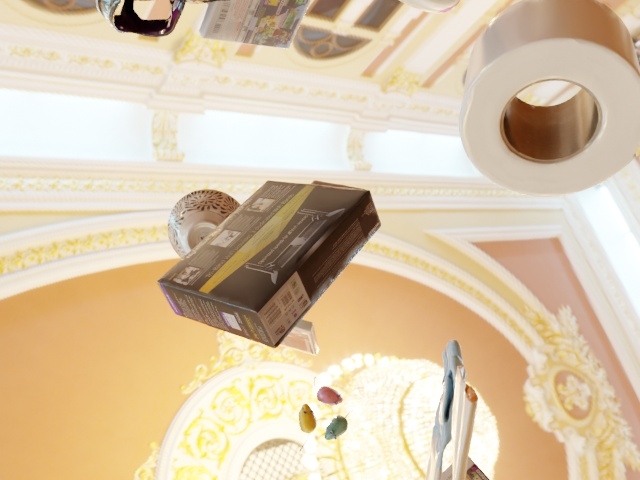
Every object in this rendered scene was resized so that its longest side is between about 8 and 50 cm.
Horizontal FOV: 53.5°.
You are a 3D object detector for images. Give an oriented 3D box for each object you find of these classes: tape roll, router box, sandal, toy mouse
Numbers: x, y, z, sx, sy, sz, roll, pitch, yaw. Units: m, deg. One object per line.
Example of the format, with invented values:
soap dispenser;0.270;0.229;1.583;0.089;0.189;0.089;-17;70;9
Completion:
tape roll;0.330;-0.209;0.917;0.246;0.246;0.169;36;-139;-14
router box;-0.082;0.022;1.067;0.309;0.243;0.081;-47;-50;-33
sandal;-0.284;-0.381;1.009;0.168;0.446;0.107;0;-73;-31
toy mouse;0.024;0.377;1.386;0.143;0.031;0.160;1;-98;-16

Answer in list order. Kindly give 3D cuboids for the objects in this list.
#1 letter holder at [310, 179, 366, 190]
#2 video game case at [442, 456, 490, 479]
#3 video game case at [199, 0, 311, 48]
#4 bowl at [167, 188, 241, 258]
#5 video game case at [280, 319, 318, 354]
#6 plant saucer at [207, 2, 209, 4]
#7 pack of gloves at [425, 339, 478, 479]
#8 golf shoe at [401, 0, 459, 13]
letter holder;0.000;0.000;1.689;0.302;0.214;0.152;-50;-49;-27
video game case;0.312;0.611;1.352;0.210;0.042;0.232;-40;-115;-5
video game case;-0.091;-0.420;1.067;0.183;0.201;0.023;-7;-128;-39
bowl;-0.226;-0.012;1.268;0.170;0.170;0.080;36;-169;-14
video game case;-0.092;0.166;1.196;0.173;0.190;0.022;15;-111;9
plant saucer;-0.188;-0.476;1.211;0.200;0.037;0.200;45;-158;-24
pack of gloves;0.143;0.228;0.644;0.046;0.232;0.195;6;-168;5
golf shoe;0.136;-0.509;1.070;0.306;0.140;0.115;37;-100;-17
